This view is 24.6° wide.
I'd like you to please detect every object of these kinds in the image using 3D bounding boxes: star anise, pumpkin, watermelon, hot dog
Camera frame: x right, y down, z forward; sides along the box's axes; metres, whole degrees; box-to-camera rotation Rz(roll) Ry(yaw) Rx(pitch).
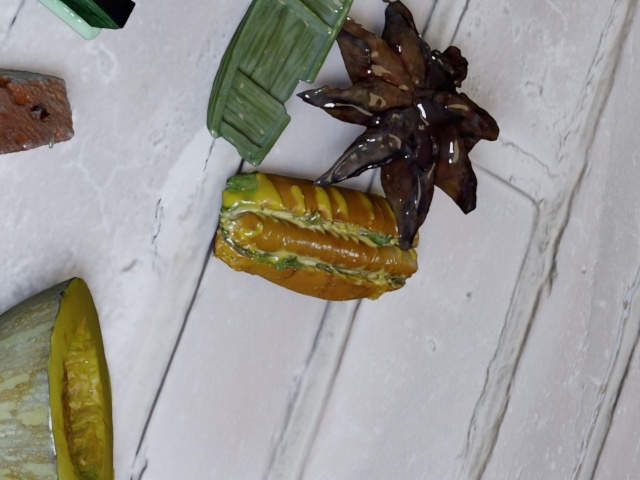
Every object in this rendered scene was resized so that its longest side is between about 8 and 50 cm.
[{"bbox_3d":[0.096,-0.127,1.453,0.272,0.102,0.272,13,69,-37],"label":"star anise"},{"bbox_3d":[-0.235,0.141,1.201,0.110,0.217,0.217,-4,103,-3],"label":"pumpkin"},{"bbox_3d":[-0.281,-0.095,1.129,0.241,0.154,0.094,-11,105,-55],"label":"watermelon"},{"bbox_3d":[0.000,0.000,1.444,0.269,0.072,0.115,7,101,-45],"label":"hot dog"}]

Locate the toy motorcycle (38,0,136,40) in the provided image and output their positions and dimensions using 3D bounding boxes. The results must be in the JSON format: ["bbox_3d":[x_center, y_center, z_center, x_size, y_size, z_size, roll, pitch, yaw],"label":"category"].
[{"bbox_3d":[-0.241,-0.284,1.074,0.331,0.196,0.125,37,71,-39],"label":"toy motorcycle"}]

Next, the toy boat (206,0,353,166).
[{"bbox_3d":[-0.025,-0.206,1.384,0.093,0.055,0.293,37,72,-31],"label":"toy boat"}]
